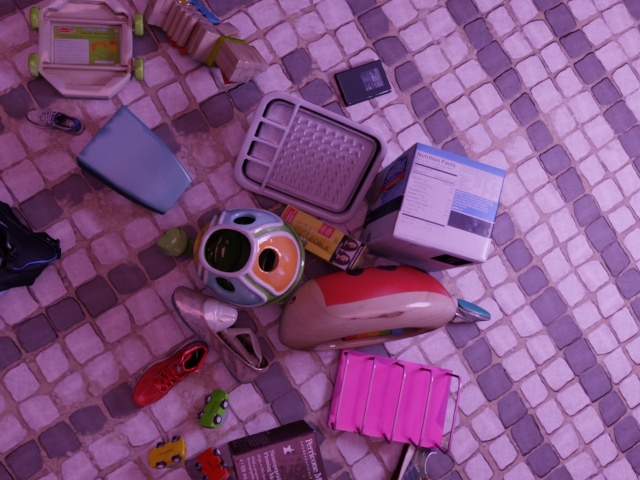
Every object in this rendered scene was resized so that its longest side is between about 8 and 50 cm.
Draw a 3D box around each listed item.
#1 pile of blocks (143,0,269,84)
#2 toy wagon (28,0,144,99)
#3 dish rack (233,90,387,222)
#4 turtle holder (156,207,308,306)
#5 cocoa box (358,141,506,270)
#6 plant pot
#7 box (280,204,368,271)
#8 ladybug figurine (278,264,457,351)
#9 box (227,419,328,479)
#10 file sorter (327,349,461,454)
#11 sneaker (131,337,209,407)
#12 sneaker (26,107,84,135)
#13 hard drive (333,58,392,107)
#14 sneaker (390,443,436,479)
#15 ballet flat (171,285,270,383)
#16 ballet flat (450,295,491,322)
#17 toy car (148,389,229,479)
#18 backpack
[{"bbox_3d":[-0.302,-0.511,1.754,0.362,0.149,0.112,41,122,4],"label":"pile of blocks"},{"bbox_3d":[-0.575,-0.523,1.707,0.268,0.068,0.344,0,84,-11],"label":"toy wagon"},{"bbox_3d":[-0.026,-0.213,1.725,0.333,0.072,0.285,22,122,-8],"label":"dish rack"},{"bbox_3d":[-0.201,0.018,1.629,0.320,0.227,0.243,40,95,17],"label":"turtle holder"},{"bbox_3d":[0.260,-0.068,1.683,0.232,0.347,0.227,16,81,-8],"label":"cocoa box"},{"bbox_3d":[-0.437,-0.174,1.659,0.234,0.166,0.165,40,79,-13],"label":"plant pot"},{"bbox_3d":[0.000,0.000,1.730,0.232,0.058,0.087,29,80,19],"label":"box"},{"bbox_3d":[0.114,0.160,1.667,0.450,0.305,0.161,-5,72,-15],"label":"ladybug figurine"},{"bbox_3d":[-0.102,0.548,1.646,0.203,0.167,0.168,-14,88,-12],"label":"box"},{"bbox_3d":[0.179,0.391,1.680,0.291,0.182,0.202,11,81,1],"label":"file sorter"},{"bbox_3d":[-0.360,0.313,1.638,0.221,0.128,0.087,-44,93,-13],"label":"sneaker"},{"bbox_3d":[-0.647,-0.297,1.676,0.135,0.058,0.052,10,83,-9],"label":"sneaker"},{"bbox_3d":[0.114,-0.424,1.854,0.135,0.022,0.094,-21,89,-12],"label":"hard drive"},{"bbox_3d":[0.235,0.601,1.758,0.086,0.064,0.192,25,77,-3],"label":"sneaker"},{"bbox_3d":[-0.224,0.213,1.644,0.106,0.107,0.316,-23,121,23],"label":"ballet flat"},{"bbox_3d":[0.347,0.180,1.829,0.213,0.072,0.068,25,108,-7],"label":"ballet flat"},{"bbox_3d":[-0.275,0.468,1.650,0.053,0.239,0.224,59,46,-43],"label":"toy car"},{"bbox_3d":[-0.764,0.004,1.539,0.213,0.276,0.263,-42,90,1],"label":"backpack"}]
